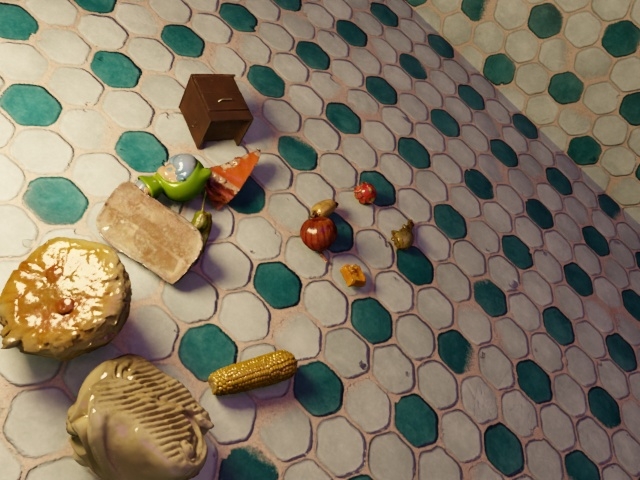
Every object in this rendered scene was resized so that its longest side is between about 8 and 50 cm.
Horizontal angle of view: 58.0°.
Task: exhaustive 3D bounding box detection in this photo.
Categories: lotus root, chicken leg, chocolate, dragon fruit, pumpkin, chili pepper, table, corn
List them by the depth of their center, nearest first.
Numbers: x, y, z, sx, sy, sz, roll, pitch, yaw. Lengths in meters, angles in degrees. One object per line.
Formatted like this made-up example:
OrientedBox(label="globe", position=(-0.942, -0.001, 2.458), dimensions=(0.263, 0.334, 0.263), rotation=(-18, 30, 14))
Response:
OrientedBox(label="corn", position=(-0.184, 0.372, 1.617), dimensions=(0.260, 0.091, 0.091), rotation=(-11, 69, -30))
OrientedBox(label="chocolate", position=(-0.484, -0.026, 1.665), dimensions=(0.303, 0.185, 0.100), rotation=(36, 7, -7))
OrientedBox(label="chili pepper", position=(-0.371, -0.041, 1.785), dimensions=(0.072, 0.073, 0.203), rotation=(30, 59, -34))
OrientedBox(label="pumpkin", position=(0.111, 0.124, 1.974), dimensions=(0.074, 0.054, 0.083), rotation=(8, 41, -39))
OrientedBox(label="table", position=(-0.358, -0.445, 1.985), dimensions=(0.169, 0.172, 0.193), rotation=(-11, 66, -35))
OrientedBox(label="lotus root", position=(0.006, -0.107, 2.047), dimensions=(0.152, 0.072, 0.063), rotation=(-32, 89, -47))
OrientedBox(label="dragon fruit", position=(0.175, -0.175, 2.188), dimensions=(0.116, 0.081, 0.086), rotation=(27, 38, -52))
OrientedBox(label="chicken leg", position=(0.318, -0.029, 2.190), dimensions=(0.093, 0.070, 0.178), rotation=(35, 42, 2))

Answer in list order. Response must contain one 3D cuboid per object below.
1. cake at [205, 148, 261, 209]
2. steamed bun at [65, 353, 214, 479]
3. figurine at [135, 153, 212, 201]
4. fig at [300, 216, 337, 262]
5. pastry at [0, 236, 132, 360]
OrientedBox(label="cake", position=(-0.296, -0.233, 1.934), dimensions=(0.135, 0.098, 0.287), rotation=(38, 49, -4))
OrientedBox(label="steamed bun", position=(-0.430, 0.444, 1.333), dimensions=(0.324, 0.219, 0.309), rotation=(37, 11, -10))
OrientedBox(label="figurine", position=(-0.468, -0.176, 1.768), dimensions=(0.263, 0.162, 0.143), rotation=(-24, 107, -23))
OrientedBox(label="fig", position=(0.005, -0.016, 1.965), dimensions=(0.150, 0.128, 0.128), rotation=(46, 43, -33))
OrientedBox(label="pastry", position=(-0.605, 0.146, 1.395), dimensions=(0.330, 0.136, 0.329), rotation=(0, 63, 0))
